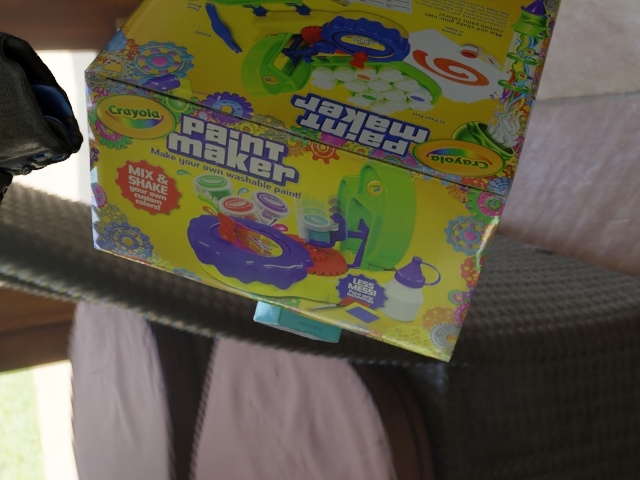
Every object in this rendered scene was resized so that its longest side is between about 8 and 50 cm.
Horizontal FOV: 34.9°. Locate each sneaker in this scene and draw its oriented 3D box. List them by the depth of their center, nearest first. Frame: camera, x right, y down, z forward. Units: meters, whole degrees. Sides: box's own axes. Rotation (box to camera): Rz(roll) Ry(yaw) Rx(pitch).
[{"bbox_3d":[-0.204,-0.034,0.630,0.217,0.121,0.079,91,172,-45],"label":"sneaker"}]

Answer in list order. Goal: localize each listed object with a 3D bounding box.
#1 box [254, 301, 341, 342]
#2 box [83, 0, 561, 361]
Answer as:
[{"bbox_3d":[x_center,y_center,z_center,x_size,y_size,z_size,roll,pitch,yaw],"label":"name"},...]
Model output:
[{"bbox_3d":[0.000,0.000,1.301,0.060,0.100,0.244,2,75,55],"label":"box"},{"bbox_3d":[0.010,-0.101,0.797,0.177,0.290,0.279,100,-170,-45],"label":"box"}]
